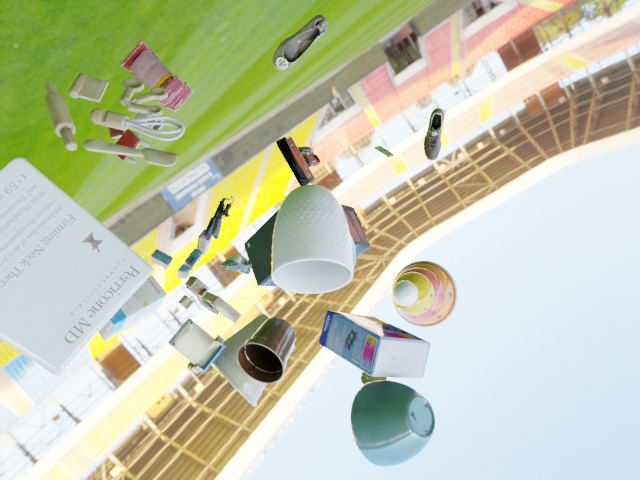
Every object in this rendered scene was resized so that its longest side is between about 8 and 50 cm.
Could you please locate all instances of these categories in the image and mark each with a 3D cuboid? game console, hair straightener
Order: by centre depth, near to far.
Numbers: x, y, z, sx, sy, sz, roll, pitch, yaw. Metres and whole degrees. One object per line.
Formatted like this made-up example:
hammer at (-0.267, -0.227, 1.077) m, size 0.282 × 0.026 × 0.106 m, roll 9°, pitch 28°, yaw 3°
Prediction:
hair straightener at (-0.388, -0.096, 1.868) m, size 0.088 × 0.047 × 0.231 m, roll -4°, pitch -133°, yaw 24°
game console at (-0.071, -0.349, 2.032) m, size 0.043 × 0.213 × 0.361 m, roll -28°, pitch -177°, yaw 20°

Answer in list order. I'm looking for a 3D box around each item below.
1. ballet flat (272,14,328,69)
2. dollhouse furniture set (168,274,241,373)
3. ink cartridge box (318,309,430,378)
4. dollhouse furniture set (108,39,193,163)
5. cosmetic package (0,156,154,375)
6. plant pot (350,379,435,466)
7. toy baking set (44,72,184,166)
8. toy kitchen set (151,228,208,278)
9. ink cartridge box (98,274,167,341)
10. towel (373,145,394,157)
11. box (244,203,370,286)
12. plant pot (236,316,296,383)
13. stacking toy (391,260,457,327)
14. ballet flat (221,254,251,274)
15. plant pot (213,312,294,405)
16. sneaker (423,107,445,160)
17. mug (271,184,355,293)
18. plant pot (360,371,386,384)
ballet flat at (-0.072, -0.690, 1.643) m, size 0.249 × 0.084 × 0.058 m, roll -33°, pitch -137°, yaw 23°
dollhouse furniture set at (-0.535, 0.345, 1.930) m, size 0.303 × 0.286 × 0.198 m, roll -54°, pitch -152°, yaw -20°
ink cartridge box at (0.182, 0.387, 1.806) m, size 0.395 × 0.269 × 0.151 m, roll 13°, pitch -91°, yaw 55°
dollhouse furniture set at (-0.669, -0.493, 1.694) m, size 0.374 × 0.201 × 0.152 m, roll -48°, pitch 173°, yaw 4°
cosmetic package at (-0.693, 0.061, 1.174) m, size 0.329 × 0.393 × 0.327 m, roll -51°, pitch -161°, yaw -18°
plant pot at (0.276, 0.616, 1.602) m, size 0.195 × 0.290 × 0.290 m, roll -30°, pitch -167°, yaw 45°
toy baking set at (-0.336, -0.207, 0.765) m, size 0.196 × 0.256 × 0.030 m, roll -14°, pitch 146°, yaw -23°
toy kitchen set at (-0.583, 0.032, 1.968) m, size 0.207 × 0.166 × 0.122 m, roll -62°, pitch 180°, yaw -40°
ink cartridge box at (-0.742, 0.228, 1.765) m, size 0.232 × 0.171 × 0.168 m, roll -32°, pitch 170°, yaw -46°
towel at (0.276, -0.385, 2.022) m, size 0.060 × 0.083 × 0.009 m, roll -27°, pitch 148°, yaw -50°
box at (-0.074, 0.024, 2.570) m, size 0.471 × 0.298 × 0.480 m, roll 9°, pitch 140°, yaw -45°
plant pot at (-0.165, 0.352, 1.540) m, size 0.166 × 0.167 × 0.165 m, roll -27°, pitch -165°, yaw 31°
stacking toy at (0.458, 0.268, 2.285) m, size 0.350 × 0.351 × 0.479 m, roll -30°, pitch 164°, yaw 22°
ballet flat at (-0.306, 0.083, 1.708) m, size 0.070 × 0.070 × 0.188 m, roll -34°, pitch 165°, yaw 5°
plant pot at (-0.294, 0.508, 2.090) m, size 0.305 × 0.334 × 0.333 m, roll -43°, pitch -165°, yaw -16°
sneaker at (0.405, -0.380, 1.680) m, size 0.066 × 0.189 × 0.071 m, roll 9°, pitch -161°, yaw 19°
mug at (0.000, 0.000, 1.673) m, size 0.276 × 0.374 × 0.328 m, roll -25°, pitch -126°, yaw 34°
plant pot at (0.203, 0.539, 1.825) m, size 0.083 × 0.079 × 0.083 m, roll -30°, pitch -126°, yaw 53°
